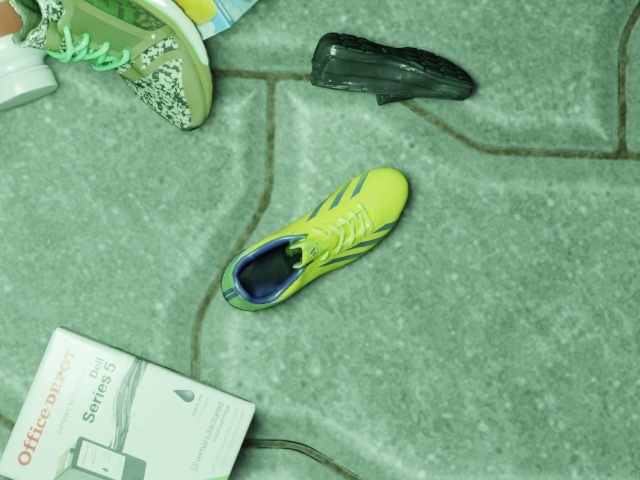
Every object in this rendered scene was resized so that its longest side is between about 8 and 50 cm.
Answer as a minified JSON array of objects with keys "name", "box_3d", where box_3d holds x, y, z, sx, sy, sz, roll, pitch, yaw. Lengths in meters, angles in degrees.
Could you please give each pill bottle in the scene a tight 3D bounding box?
[{"name":"pill bottle","box_3d":[-0.415,-0.279,1.797,0.121,0.121,0.216,-23,91,-9]}]

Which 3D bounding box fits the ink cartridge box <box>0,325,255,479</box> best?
[{"name":"ink cartridge box","box_3d":[-0.246,0.247,1.795,0.272,0.115,0.198,22,84,-6]}]

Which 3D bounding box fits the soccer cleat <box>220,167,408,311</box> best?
[{"name":"soccer cleat","box_3d":[0.000,0.001,1.840,0.289,0.121,0.093,-33,91,-9]}]

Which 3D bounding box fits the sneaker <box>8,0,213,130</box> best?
[{"name":"sneaker","box_3d":[-0.303,-0.268,1.744,0.410,0.158,0.182,49,56,-21]}]

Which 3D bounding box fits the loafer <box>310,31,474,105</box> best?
[{"name":"loafer","box_3d":[0.095,-0.218,1.897,0.223,0.076,0.078,10,122,-14]}]

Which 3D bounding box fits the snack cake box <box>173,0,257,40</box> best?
[{"name":"snack cake box","box_3d":[-0.176,-0.400,1.790,0.264,0.089,0.152,54,49,-18]}]
